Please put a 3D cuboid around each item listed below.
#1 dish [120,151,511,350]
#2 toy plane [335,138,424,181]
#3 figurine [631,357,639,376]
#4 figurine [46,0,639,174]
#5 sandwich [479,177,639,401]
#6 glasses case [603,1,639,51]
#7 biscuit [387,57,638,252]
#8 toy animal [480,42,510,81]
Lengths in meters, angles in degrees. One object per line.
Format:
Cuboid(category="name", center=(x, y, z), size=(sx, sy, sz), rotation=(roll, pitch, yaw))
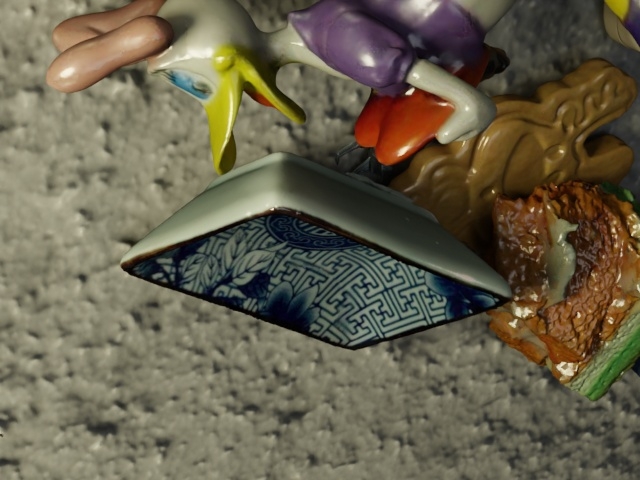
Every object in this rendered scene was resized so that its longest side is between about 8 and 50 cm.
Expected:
Cuboid(category="dish", center=(0.000, 0.000, 1.445), size=(0.243, 0.182, 0.080), rotation=(21, 63, -38))
Cuboid(category="toy plane", center=(0.048, -0.080, 1.485), size=(0.079, 0.031, 0.083), rotation=(-11, 137, -28))
Cuboid(category="figurine", center=(0.379, 0.053, 1.694), size=(0.276, 0.161, 0.158), rotation=(-1, 74, -35))
Cuboid(category="figurine", center=(0.036, -0.149, 1.279), size=(0.421, 0.154, 0.193), rotation=(-22, 106, 0))
Cuboid(category="sandwich", center=(0.197, 0.047, 1.571), size=(0.160, 0.109, 0.184), rotation=(-4, 129, -38))
Cuboid(category="glasses case", center=(0.319, -0.197, 1.594), size=(0.196, 0.050, 0.083), rotation=(-8, 114, -29))
Cuboid(category="biscuit", center=(0.155, -0.059, 1.554), size=(0.236, 0.040, 0.144), rotation=(-24, 128, -24))
Cuboid(category="toy animal", center=(0.061, -0.232, 1.371), size=(0.114, 0.116, 0.255), rotation=(-17, 119, -27))
